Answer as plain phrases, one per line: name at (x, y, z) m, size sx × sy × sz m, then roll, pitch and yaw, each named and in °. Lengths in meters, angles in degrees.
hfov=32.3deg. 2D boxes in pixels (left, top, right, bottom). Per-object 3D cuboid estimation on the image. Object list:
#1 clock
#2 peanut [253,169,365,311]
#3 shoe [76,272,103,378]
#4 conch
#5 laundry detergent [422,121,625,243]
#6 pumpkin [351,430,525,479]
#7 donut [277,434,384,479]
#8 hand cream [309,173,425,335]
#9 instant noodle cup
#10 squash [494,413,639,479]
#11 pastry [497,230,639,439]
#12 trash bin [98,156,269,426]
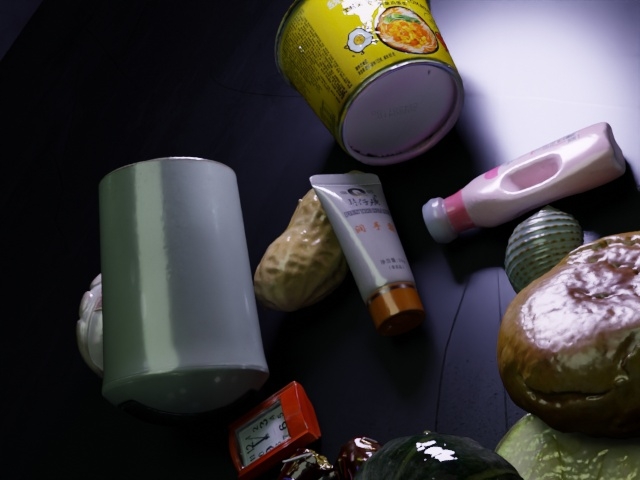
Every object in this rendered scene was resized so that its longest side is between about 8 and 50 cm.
clock at (-0.077, 0.322, 1.822) m, size 0.155 × 0.061 × 0.113 m, roll -34°, pitch 42°, yaw 15°
peanut at (0.000, 0.000, 1.979) m, size 0.149 × 0.149 × 0.313 m, roll 12°, pitch 60°, yaw 42°
shoe at (-0.314, 0.107, 2.098) m, size 0.198 × 0.172 × 0.351 m, roll 5°, pitch 61°, yaw 35°
conch at (0.342, 0.017, 1.732) m, size 0.135 × 0.102 × 0.153 m, roll -21°, pitch 35°, yaw 53°
laundry detergent at (0.330, -0.087, 1.820) m, size 0.335 × 0.088 × 0.159 m, roll -24°, pitch 15°, yaw 21°
pumpkin at (0.165, 0.396, 1.437) m, size 0.300 × 0.207 × 0.300 m, roll -6°, pitch 82°, yaw 51°
donut at (0.019, 0.394, 1.659) m, size 0.230 × 0.096 × 0.216 m, roll 0°, pitch 56°, yaw 37°
hand cream at (0.091, 0.011, 1.882) m, size 0.314 × 0.139 × 0.089 m, roll 66°, pitch 146°, yaw 30°
instant noodle cup at (0.104, -0.312, 2.045) m, size 0.325 × 0.325 × 0.254 m, roll -33°, pitch 51°, yaw 10°
squash at (0.355, 0.325, 1.497) m, size 0.252 × 0.049 × 0.252 m, roll -20°, pitch 45°, yaw 22°
pastry at (0.409, 0.121, 1.514) m, size 0.356 × 0.164 × 0.356 m, roll -20°, pitch 33°, yaw 13°
trash bin at (-0.243, 0.101, 1.890) m, size 0.280 × 0.280 × 0.432 m, roll -16°, pitch 72°, yaw 27°
